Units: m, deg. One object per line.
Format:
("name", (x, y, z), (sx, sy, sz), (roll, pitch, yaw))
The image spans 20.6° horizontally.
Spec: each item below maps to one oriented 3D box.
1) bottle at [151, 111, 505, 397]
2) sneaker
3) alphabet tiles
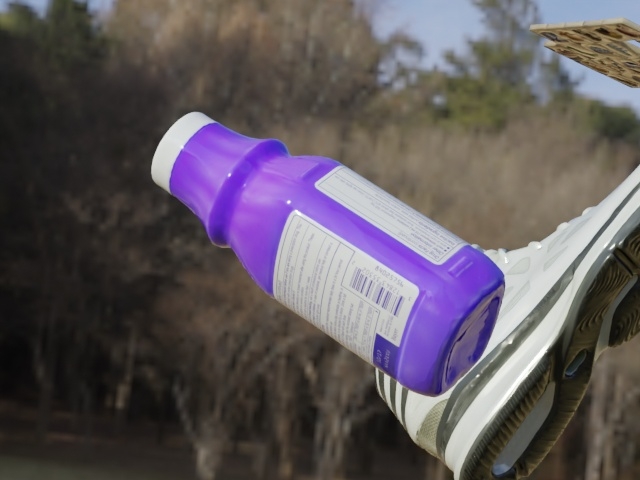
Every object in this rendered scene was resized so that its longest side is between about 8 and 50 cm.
("bottle", (0.000, 0.000, 1.305), (0.283, 0.092, 0.118), (33, -43, 22))
("sneaker", (0.214, 0.021, 1.836), (0.257, 0.447, 0.169), (40, 1, 38))
("alphabet tiles", (0.330, -0.182, 1.794), (0.198, 0.009, 0.237), (22, -3, -20))
